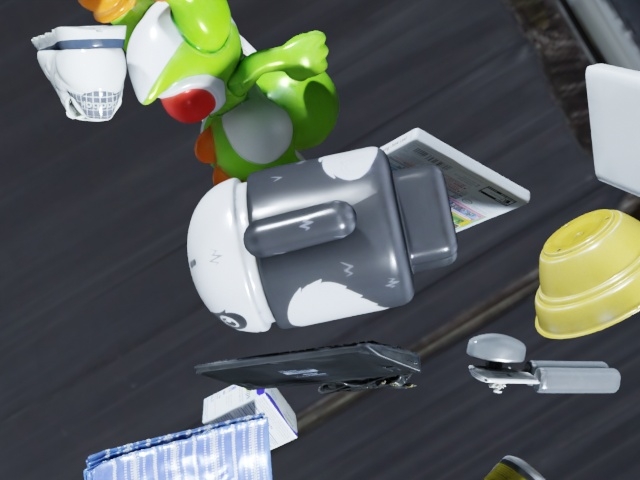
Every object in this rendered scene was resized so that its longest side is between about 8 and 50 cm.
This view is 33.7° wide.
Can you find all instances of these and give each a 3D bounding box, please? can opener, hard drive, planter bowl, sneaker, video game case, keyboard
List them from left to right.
[{"bbox_3d":[-0.253,-0.172,1.115,0.235,0.090,0.094,-158,-118,-73],"label":"sneaker"},{"bbox_3d":[0.000,0.174,1.430,0.201,0.317,0.033,26,62,-44],"label":"keyboard"},{"bbox_3d":[0.163,-0.079,1.540,0.212,0.023,0.193,26,-28,-25],"label":"video game case"},{"bbox_3d":[0.386,0.220,1.819,0.074,0.280,0.093,-137,-124,-69],"label":"can opener"},{"bbox_3d":[0.344,0.024,1.328,0.090,0.217,0.217,55,0,-12],"label":"planter bowl"},{"bbox_3d":[0.520,-0.162,1.671,0.307,0.040,0.203,-133,-149,-69],"label":"hard drive"}]

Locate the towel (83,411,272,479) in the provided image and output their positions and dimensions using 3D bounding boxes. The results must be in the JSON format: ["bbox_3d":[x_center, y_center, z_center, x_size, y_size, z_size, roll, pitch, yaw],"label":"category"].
[{"bbox_3d":[-0.242,0.447,1.874,0.040,0.336,0.243,-135,-142,-58],"label":"towel"}]

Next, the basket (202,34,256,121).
[{"bbox_3d":[-0.161,-0.268,1.796,0.113,0.103,0.167,44,24,-16],"label":"basket"}]

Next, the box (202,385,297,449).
[{"bbox_3d":[-0.133,0.336,1.995,0.126,0.137,0.072,58,13,-28],"label":"box"}]

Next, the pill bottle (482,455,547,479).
[{"bbox_3d":[0.220,0.376,1.365,0.103,0.184,0.103,43,-13,13],"label":"pill bottle"}]

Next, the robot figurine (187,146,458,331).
[{"bbox_3d":[0.001,0.002,1.103,0.173,0.278,0.209,-96,173,-48],"label":"robot figurine"}]

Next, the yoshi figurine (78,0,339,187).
[{"bbox_3d":[-0.099,-0.207,1.206,0.362,0.203,0.203,55,5,-32],"label":"yoshi figurine"}]
